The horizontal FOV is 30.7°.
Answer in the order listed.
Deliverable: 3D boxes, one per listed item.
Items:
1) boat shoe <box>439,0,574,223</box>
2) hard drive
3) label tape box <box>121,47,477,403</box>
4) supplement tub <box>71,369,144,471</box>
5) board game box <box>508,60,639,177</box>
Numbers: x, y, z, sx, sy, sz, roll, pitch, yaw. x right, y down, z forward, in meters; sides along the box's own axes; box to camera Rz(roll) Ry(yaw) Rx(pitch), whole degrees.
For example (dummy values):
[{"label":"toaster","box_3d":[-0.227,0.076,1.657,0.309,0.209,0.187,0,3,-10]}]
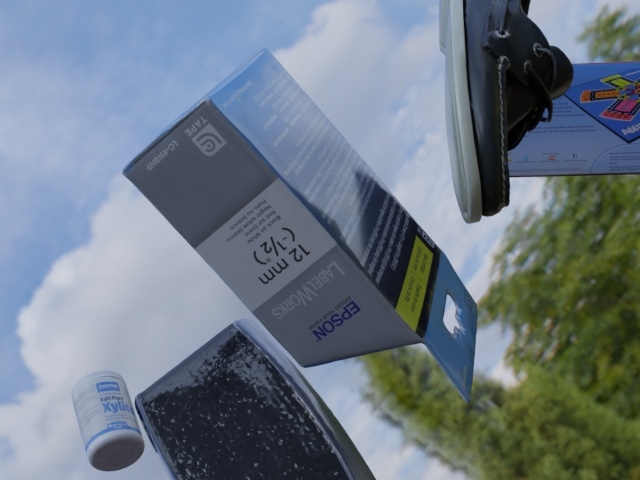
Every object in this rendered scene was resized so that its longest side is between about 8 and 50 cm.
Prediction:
[{"label":"boat shoe","box_3d":[0.165,-0.155,1.033,0.340,0.113,0.127,-87,-5,-46]},{"label":"hard drive","box_3d":[-0.066,0.208,1.145,0.172,0.255,0.054,-37,-27,-4]},{"label":"label tape box","box_3d":[0.000,0.000,1.102,0.115,0.348,0.249,-37,9,19]},{"label":"supplement tub","box_3d":[-0.258,0.218,1.412,0.071,0.107,0.071,-15,-41,-14]},{"label":"board game box","box_3d":[0.345,-0.155,1.496,0.027,0.281,0.145,-50,-41,-80]}]
